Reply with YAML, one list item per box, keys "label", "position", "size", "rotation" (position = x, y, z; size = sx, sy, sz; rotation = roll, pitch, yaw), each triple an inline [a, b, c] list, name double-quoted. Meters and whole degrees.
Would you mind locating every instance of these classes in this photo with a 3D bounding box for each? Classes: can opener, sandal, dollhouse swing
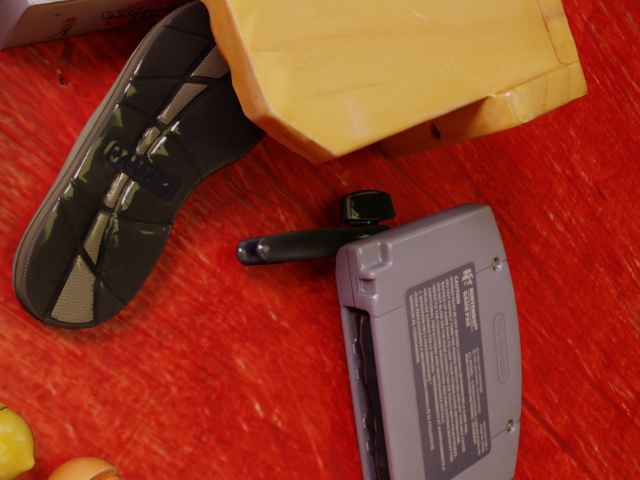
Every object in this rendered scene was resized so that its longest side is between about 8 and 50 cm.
- label: "can opener"
  position: [0.000, 0.000, 0.705]
  size: [0.186, 0.059, 0.073]
  rotation: [-12, 83, -41]
- label: "sandal"
  position: [-0.138, -0.072, 0.607]
  size: [0.120, 0.086, 0.302]
  rotation: [44, 74, -30]
- label: "dollhouse swing"
  position: [0.001, -0.223, 0.636]
  size: [0.305, 0.315, 0.346]
  rotation: [-24, 98, -20]

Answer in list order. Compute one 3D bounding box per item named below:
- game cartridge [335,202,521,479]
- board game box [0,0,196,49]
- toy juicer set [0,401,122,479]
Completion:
- label: "game cartridge"
  position: [0.115, 0.122, 0.745]
  size: [0.198, 0.062, 0.297]
  rotation: [-20, 108, -42]
- label: "board game box"
  position: [-0.186, -0.323, 0.597]
  size: [0.224, 0.098, 0.303]
  rotation: [-23, 95, -36]
- label: "toy juicer set"
  position: [-0.254, 0.197, 0.466]
  size: [0.329, 0.089, 0.209]
  rotation: [18, 72, -33]
